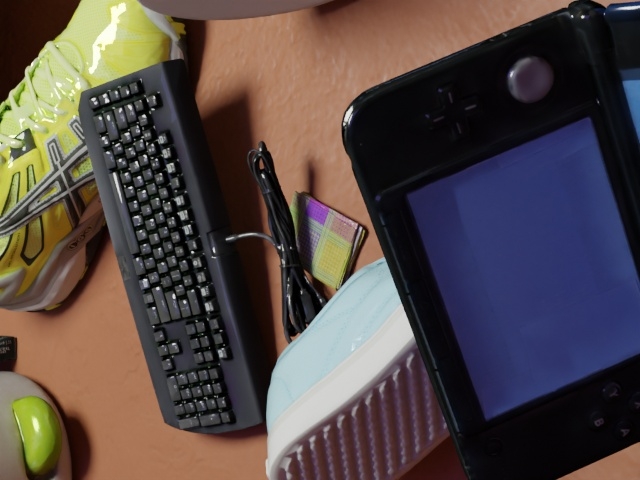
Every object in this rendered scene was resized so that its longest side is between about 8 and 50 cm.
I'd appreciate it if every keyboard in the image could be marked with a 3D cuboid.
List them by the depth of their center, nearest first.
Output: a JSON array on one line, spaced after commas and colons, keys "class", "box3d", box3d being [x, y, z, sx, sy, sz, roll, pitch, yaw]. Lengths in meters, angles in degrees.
[{"class": "keyboard", "box3d": [-0.097, 0.004, 1.286, 0.201, 0.033, 0.317, -15, 92, 31]}]

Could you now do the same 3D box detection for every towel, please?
[{"class": "towel", "box3d": [0.000, 0.000, 1.256, 0.083, 0.009, 0.060, 31, 111, 40]}]

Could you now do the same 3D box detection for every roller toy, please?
[{"class": "roller toy", "box3d": [-0.353, 0.229, 1.495, 0.191, 0.146, 0.209, 28, 109, 41]}]

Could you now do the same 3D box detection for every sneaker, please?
[{"class": "sneaker", "box3d": [0.087, 0.041, 1.095, 0.366, 0.135, 0.150, -36, 42, 25]}, {"class": "sneaker", "box3d": [-0.248, -0.087, 1.401, 0.145, 0.147, 0.384, 46, 118, 36]}]

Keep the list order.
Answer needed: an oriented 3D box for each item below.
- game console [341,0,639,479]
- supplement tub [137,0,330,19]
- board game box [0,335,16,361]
[{"class": "game console", "box3d": [0.184, 0.020, 0.887, 0.173, 0.250, 0.293, -128, 16, -69]}, {"class": "supplement tub", "box3d": [-0.067, -0.360, 1.168, 0.241, 0.241, 0.331, -17, 77, 42]}, {"class": "board game box", "box3d": [-0.420, 0.117, 1.576, 0.186, 0.126, 0.026, -2, 94, 43]}]
